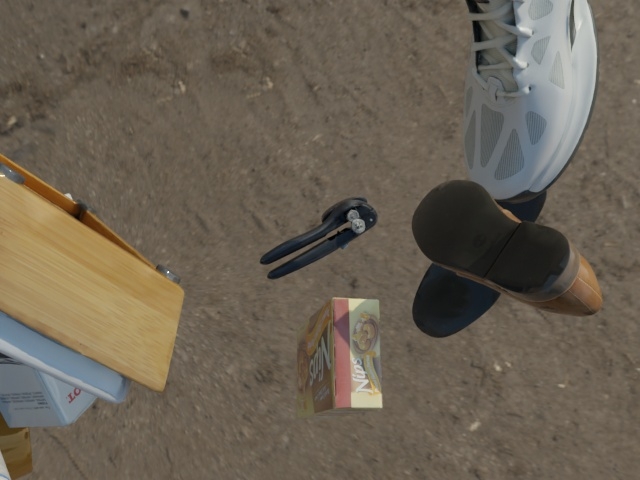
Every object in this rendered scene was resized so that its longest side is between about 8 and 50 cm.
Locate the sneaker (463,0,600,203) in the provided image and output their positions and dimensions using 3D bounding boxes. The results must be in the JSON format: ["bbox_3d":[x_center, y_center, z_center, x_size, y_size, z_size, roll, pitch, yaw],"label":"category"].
[{"bbox_3d":[0.169,-0.250,0.839,0.258,0.169,0.447,-8,114,-38],"label":"sneaker"}]

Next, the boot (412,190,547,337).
[{"bbox_3d":[0.254,0.021,1.253,0.112,0.115,0.305,35,106,9],"label":"boot"}]

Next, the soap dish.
[{"bbox_3d":[-0.261,0.004,0.695,0.229,0.291,0.118,39,84,-38],"label":"soap dish"}]

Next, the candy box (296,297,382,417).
[{"bbox_3d":[0.026,0.222,1.450,0.088,0.316,0.182,2,75,-13],"label":"candy box"}]

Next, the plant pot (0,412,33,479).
[{"bbox_3d":[-0.545,0.311,1.228,0.188,0.205,0.205,-7,88,-23],"label":"plant pot"}]

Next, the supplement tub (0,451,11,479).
[{"bbox_3d":[-0.415,0.289,0.971,0.071,0.107,0.071,-13,117,-27],"label":"supplement tub"}]

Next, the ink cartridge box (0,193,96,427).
[{"bbox_3d":[-0.397,0.100,1.139,0.114,0.197,0.272,-9,113,26],"label":"ink cartridge box"}]

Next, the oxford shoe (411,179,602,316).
[{"bbox_3d":[0.144,0.011,0.658,0.076,0.212,0.076,35,94,-31],"label":"oxford shoe"}]

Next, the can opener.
[{"bbox_3d":[0.000,0.000,1.149,0.186,0.073,0.059,-35,98,-11],"label":"can opener"}]
